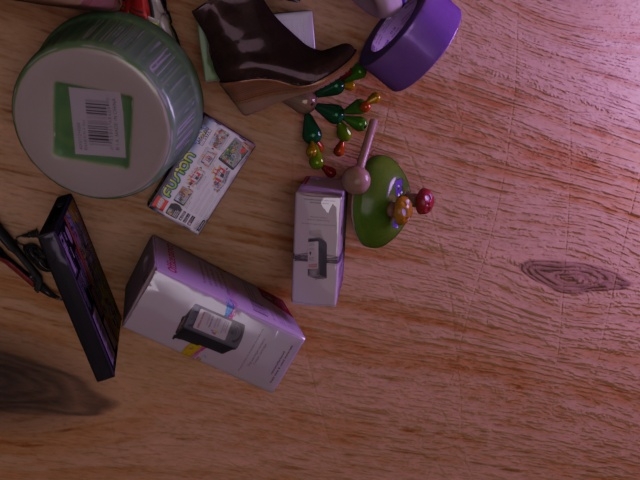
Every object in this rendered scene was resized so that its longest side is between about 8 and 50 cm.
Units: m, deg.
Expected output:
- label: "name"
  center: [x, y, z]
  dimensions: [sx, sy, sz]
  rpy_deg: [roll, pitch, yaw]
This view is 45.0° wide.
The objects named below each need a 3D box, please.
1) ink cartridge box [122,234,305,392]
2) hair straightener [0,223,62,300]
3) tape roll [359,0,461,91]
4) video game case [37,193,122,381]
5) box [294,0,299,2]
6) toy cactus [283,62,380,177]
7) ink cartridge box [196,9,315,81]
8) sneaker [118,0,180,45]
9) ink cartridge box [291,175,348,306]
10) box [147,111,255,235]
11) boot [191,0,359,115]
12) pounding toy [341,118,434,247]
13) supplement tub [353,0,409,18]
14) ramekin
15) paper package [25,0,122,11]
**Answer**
- label: "ink cartridge box"
  center: [-0.205, 0.135, 1.453]
  dimensions: [0.306, 0.226, 0.131]
  rpy_deg: [27, 98, -18]
- label: "hair straightener"
  center: [-0.548, 0.022, 1.431]
  dimensions: [0.089, 0.047, 0.230]
  rpy_deg: [-39, 111, 1]
- label: "tape roll"
  center: [0.161, -0.370, 1.402]
  dimensions: [0.080, 0.189, 0.189]
  rpy_deg: [35, 96, -20]
- label: "video game case"
  center: [-0.419, 0.076, 1.371]
  dimensions: [0.035, 0.248, 0.275]
  rpy_deg: [-18, 110, -5]
- label: "box"
  center: [-0.152, -0.514, 1.296]
  dimensions: [0.290, 0.169, 0.087]
  rpy_deg: [26, 102, -21]
- label: "toy cactus"
  center: [0.004, -0.242, 1.461]
  dimensions: [0.180, 0.112, 0.219]
  rpy_deg: [23, 109, -9]
- label: "ink cartridge box"
  center: [-0.116, -0.355, 1.408]
  dimensions: [0.209, 0.062, 0.109]
  rpy_deg: [-9, 109, -10]
- label: "sneaker"
  center: [-0.321, -0.387, 1.331]
  dimensions: [0.118, 0.107, 0.279]
  rpy_deg: [-16, 110, -2]
- label: "ink cartridge box"
  center: [0.000, 0.000, 1.486]
  dimensions: [0.092, 0.158, 0.218]
  rpy_deg: [6, 107, 5]
- label: "box"
  center: [-0.226, -0.126, 1.467]
  dimensions: [0.114, 0.036, 0.207]
  rpy_deg: [31, 98, -20]
- label: "boot"
  center: [-0.074, -0.350, 1.335]
  dimensions: [0.248, 0.090, 0.207]
  rpy_deg: [-23, 112, -1]
- label: "pounding toy"
  center: [0.141, -0.088, 1.466]
  dimensions: [0.183, 0.110, 0.237]
  rpy_deg: [-61, 144, -31]
- label: "supplement tub"
  center: [0.150, -0.572, 1.308]
  dimensions: [0.331, 0.241, 0.241]
  rpy_deg: [-44, 111, 3]
- label: "ramekin"
  center: [-0.360, -0.218, 1.298]
  dimensions: [0.303, 0.148, 0.303]
  rpy_deg: [2, 118, 4]
- label: "paper package"
  center: [-0.465, -0.524, 1.173]
  dimensions: [0.325, 0.168, 0.309]
  rpy_deg: [11, 103, 3]
